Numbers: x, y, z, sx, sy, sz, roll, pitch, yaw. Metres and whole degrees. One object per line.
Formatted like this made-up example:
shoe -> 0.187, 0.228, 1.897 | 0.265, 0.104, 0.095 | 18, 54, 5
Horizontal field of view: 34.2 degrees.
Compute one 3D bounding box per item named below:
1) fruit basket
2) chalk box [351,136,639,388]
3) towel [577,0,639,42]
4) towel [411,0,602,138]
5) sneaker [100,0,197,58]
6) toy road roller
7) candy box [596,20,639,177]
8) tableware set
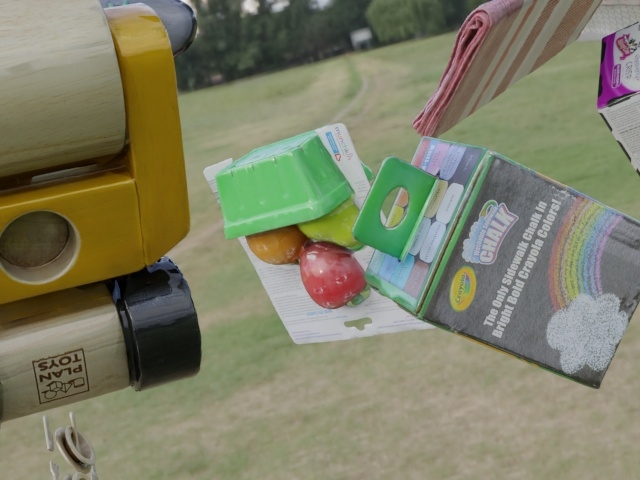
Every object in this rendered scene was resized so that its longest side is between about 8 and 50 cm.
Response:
fruit basket -> 0.000, 0.000, 1.670 | 0.327, 0.353, 0.165 | -13, 24, 45
chalk box -> 0.123, 0.005, 0.793 | 0.213, 0.132, 0.132 | 23, 3, -17
towel -> 0.430, -0.432, 1.680 | 0.053, 0.317, 0.332 | -52, 26, -5
towel -> 0.262, -0.268, 1.291 | 0.329, 0.037, 0.237 | -35, -15, -30
sneaker -> -0.248, -0.225, 1.109 | 0.224, 0.083, 0.098 | 1, 10, 12
toy road roller -> -0.224, -0.034, 0.745 | 0.202, 0.329, 0.240 | -14, 34, -22
candy box -> 0.438, -0.142, 1.325 | 0.071, 0.233, 0.159 | -20, 35, 33
tableware set -> -0.373, 0.362, 1.643 | 0.039, 0.128, 0.194 | -36, 38, 4
